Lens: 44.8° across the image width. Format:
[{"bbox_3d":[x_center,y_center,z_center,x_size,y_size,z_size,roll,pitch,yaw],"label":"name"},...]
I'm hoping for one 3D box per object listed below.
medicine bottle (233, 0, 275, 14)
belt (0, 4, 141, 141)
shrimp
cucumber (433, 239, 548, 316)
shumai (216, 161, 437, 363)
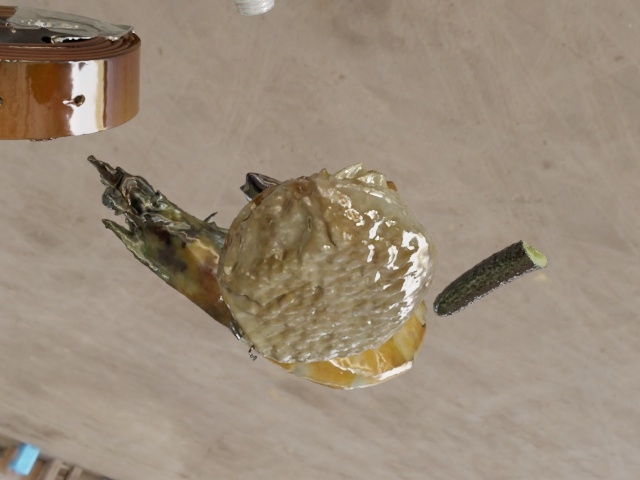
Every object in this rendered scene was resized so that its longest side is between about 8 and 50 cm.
[{"bbox_3d":[-0.206,-0.768,2.053,0.179,0.124,0.324,7,129,26],"label":"medicine bottle"},{"bbox_3d":[-0.395,-0.222,1.023,0.217,0.339,0.122,42,129,40],"label":"belt"},{"bbox_3d":[-0.067,0.001,0.915,0.445,0.272,0.085,29,135,0],"label":"shrimp"},{"bbox_3d":[0.259,0.066,1.242,0.215,0.052,0.058,-37,74,38],"label":"cucumber"},{"bbox_3d":[0.002,0.002,0.500,0.146,0.116,0.145,-6,133,-7],"label":"shumai"}]
